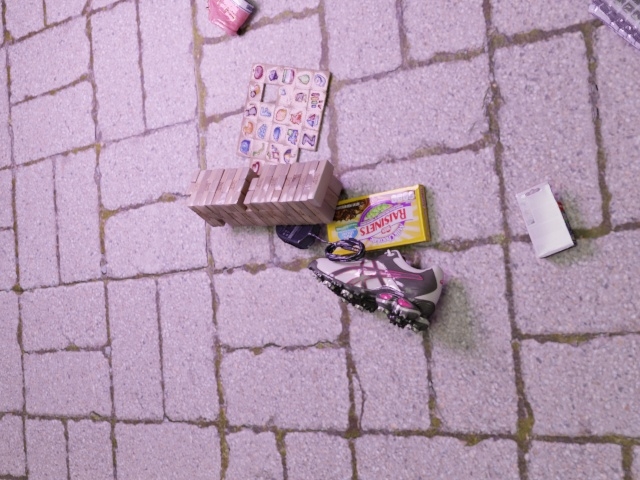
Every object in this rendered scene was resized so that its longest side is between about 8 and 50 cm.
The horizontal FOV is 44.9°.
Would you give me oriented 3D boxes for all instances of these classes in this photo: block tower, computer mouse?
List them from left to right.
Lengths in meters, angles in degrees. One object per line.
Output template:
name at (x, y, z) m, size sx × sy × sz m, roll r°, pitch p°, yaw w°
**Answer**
block tower at (-0.114, -0.088, 1.530) m, size 0.335 × 0.097 × 0.091 m, roll -1°, pitch 61°, yaw 36°
computer mouse at (0.000, 0.000, 1.480) m, size 0.242 × 0.041 × 0.071 m, roll 23°, pitch 70°, yaw 46°

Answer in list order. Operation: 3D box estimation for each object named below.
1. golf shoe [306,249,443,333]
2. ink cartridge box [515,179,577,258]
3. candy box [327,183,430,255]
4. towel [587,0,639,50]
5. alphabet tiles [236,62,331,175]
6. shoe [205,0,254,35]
golf shoe at (0.101, 0.073, 1.422) m, size 0.272 × 0.105 × 0.120 m, roll 20°, pitch 74°, yaw 35°
ink cartridge box at (0.370, -0.034, 1.273) m, size 0.062 × 0.029 × 0.115 m, roll -25°, pitch 75°, yaw 31°
candy box at (0.104, -0.035, 1.447) m, size 0.205 × 0.027 × 0.105 m, roll -11°, pitch 85°, yaw 33°
towel at (0.549, -0.363, 1.109) m, size 0.235 × 0.121 × 0.284 m, roll -50°, pitch 64°, yaw 21°
alphabet tiles at (-0.082, -0.236, 1.583) m, size 0.198 × 0.009 × 0.237 m, roll 15°, pitch 98°, yaw 32°
shoe at (-0.224, -0.508, 1.646) m, size 0.178 × 0.063 × 0.081 m, roll 42°, pitch 106°, yaw 22°
